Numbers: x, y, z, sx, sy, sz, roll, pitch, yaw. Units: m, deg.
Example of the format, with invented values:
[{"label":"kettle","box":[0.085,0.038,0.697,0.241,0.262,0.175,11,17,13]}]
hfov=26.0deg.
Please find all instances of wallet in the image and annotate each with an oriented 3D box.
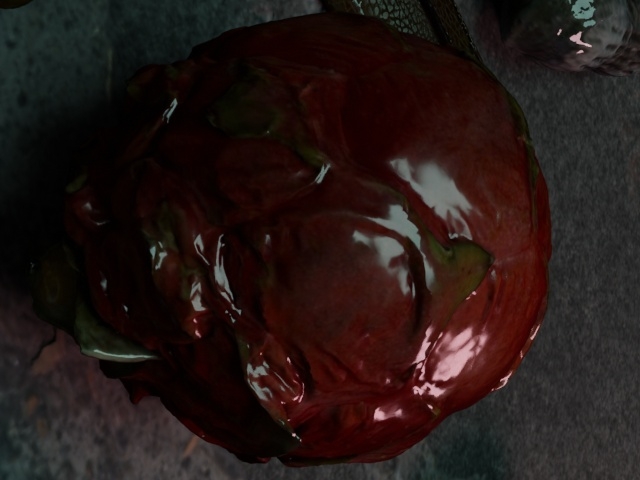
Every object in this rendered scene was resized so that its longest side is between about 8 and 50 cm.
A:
[{"label":"wallet","box":[0.066,-0.176,1.093,0.133,0.039,0.243,-54,128,-37]}]

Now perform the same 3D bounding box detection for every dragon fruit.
[{"label":"dragon fruit","box":[0.000,0.000,0.813,0.343,0.277,0.277,-12,98,-38]}]

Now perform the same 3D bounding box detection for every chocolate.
[{"label":"chocolate","box":[0.248,-0.205,1.271,0.248,0.110,0.110,-11,96,-56]}]

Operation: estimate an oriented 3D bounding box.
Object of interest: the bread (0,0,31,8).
[{"label":"bread","box":[-0.136,-0.254,0.767,0.232,0.135,0.246,58,43,-50]}]
